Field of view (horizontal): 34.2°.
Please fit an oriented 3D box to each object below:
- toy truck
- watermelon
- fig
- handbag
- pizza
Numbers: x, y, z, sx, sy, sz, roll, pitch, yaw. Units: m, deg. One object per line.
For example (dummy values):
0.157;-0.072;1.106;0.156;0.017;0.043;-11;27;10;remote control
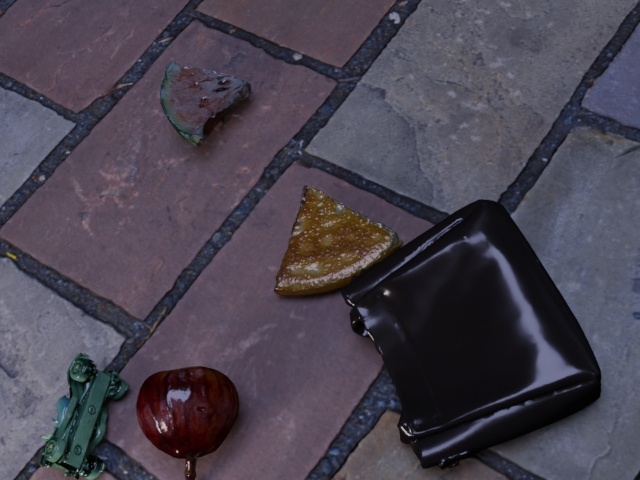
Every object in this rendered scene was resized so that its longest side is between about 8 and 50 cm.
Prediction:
-0.317;0.231;1.353;0.078;0.080;0.154;-14;51;37;toy truck
-0.171;-0.207;1.598;0.139;0.071;0.187;-13;48;-3;watermelon
-0.175;0.222;1.294;0.128;0.128;0.150;27;78;27;fig
0.178;0.116;1.279;0.257;0.113;0.285;-27;63;3;handbag
0.000;0.000;1.440;0.184;0.036;0.176;-32;55;-5;pizza
